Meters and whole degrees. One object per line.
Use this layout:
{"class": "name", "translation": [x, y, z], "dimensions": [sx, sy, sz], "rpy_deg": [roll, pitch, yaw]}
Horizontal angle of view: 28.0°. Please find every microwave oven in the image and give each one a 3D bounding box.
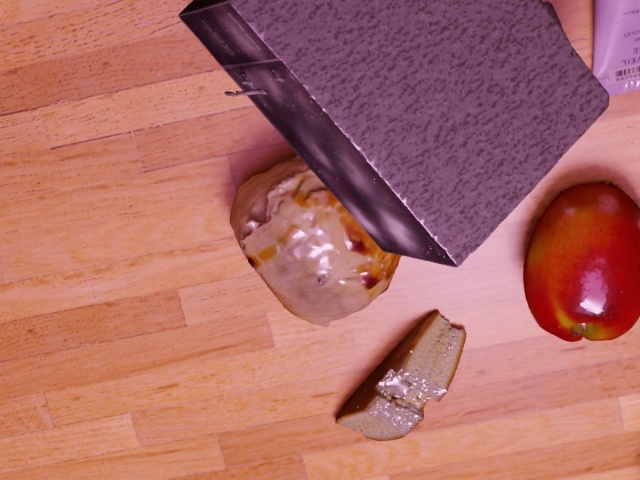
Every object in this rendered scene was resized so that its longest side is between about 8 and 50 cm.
{"class": "microwave oven", "translation": [0.100, -0.237, 1.630], "dimensions": [0.374, 0.236, 0.432], "rpy_deg": [-46, 109, -12]}

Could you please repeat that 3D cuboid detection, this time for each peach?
{"class": "peach", "translation": [0.385, 0.029, 1.838], "dimensions": [0.190, 0.226, 0.196], "rpy_deg": [-9, 151, 38]}

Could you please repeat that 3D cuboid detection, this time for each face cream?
{"class": "face cream", "translation": [0.429, -0.327, 1.739], "dimensions": [0.154, 0.096, 0.274], "rpy_deg": [-14, 121, 3]}

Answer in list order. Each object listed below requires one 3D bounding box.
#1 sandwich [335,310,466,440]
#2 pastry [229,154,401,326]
{"class": "sandwich", "translation": [0.125, 0.223, 1.933], "dimensions": [0.090, 0.088, 0.244], "rpy_deg": [35, 106, -14]}
{"class": "pastry", "translation": [0.009, 0.002, 1.819], "dimensions": [0.236, 0.170, 0.256], "rpy_deg": [-31, 110, 14]}
